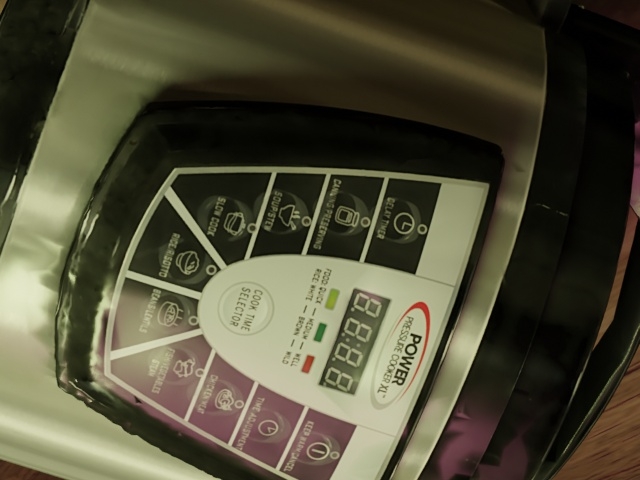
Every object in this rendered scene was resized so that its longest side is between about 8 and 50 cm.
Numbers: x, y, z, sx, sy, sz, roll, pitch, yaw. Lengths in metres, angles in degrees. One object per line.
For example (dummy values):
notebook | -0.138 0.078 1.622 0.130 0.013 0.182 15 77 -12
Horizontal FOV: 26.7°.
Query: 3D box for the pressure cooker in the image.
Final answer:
pressure cooker | 0.000 -0.004 0.820 0.420 0.375 0.370 20 150 -9
